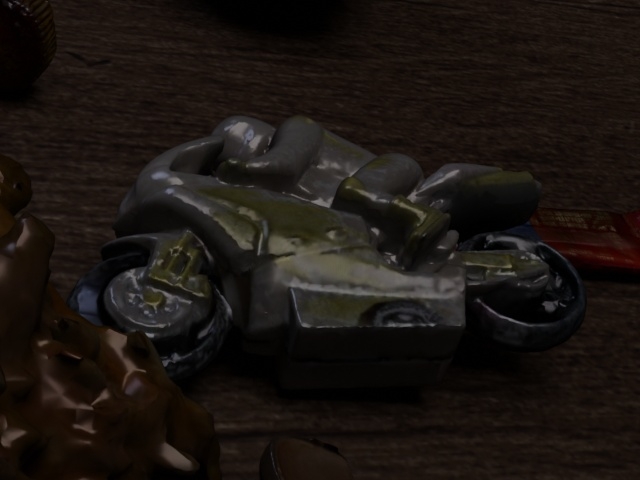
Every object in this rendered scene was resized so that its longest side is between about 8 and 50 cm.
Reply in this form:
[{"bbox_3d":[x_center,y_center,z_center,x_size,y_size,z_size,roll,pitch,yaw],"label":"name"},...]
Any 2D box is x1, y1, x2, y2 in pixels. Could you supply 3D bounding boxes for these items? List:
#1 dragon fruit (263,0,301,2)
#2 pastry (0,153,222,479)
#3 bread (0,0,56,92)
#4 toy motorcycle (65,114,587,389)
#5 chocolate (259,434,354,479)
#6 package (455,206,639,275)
[{"bbox_3d":[-0.043,-0.347,1.204,0.237,0.231,0.302,-4,29,-14],"label":"dragon fruit"},{"bbox_3d":[-0.240,0.077,0.462,0.337,0.292,0.405,-28,65,-35],"label":"pastry"},{"bbox_3d":[-0.238,-0.150,0.955,0.085,0.085,0.053,22,28,2],"label":"bread"},{"bbox_3d":[0.000,0.000,0.847,0.341,0.108,0.223,-1,45,-18],"label":"toy motorcycle"},{"bbox_3d":[-0.001,0.153,0.701,0.064,0.031,0.100,17,34,-37],"label":"chocolate"},{"bbox_3d":[0.184,-0.001,1.018,0.200,0.022,0.083,3,37,-23],"label":"package"}]
